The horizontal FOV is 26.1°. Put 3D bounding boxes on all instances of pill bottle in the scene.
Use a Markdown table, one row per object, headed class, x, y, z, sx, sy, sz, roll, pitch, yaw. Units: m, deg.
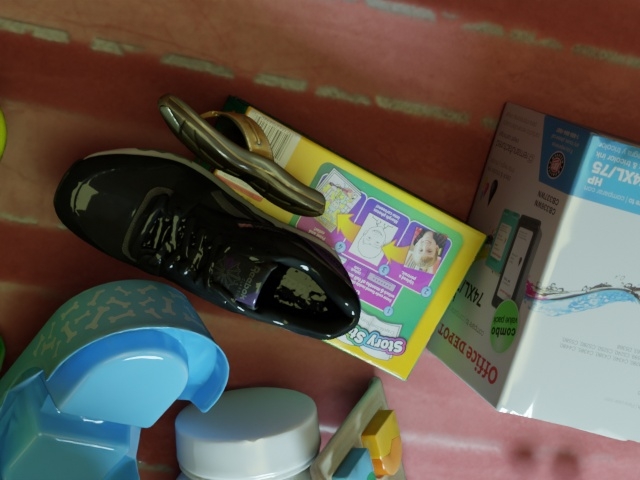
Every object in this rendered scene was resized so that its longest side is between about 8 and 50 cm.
| class | x | y | z | sx | sy | sz | roll | pitch | yaw |
| --- | --- | --- | --- | --- | --- | --- | --- | --- | --- |
| pill bottle | -0.060 | 0.297 | 1.338 | 0.161 | 0.161 | 0.283 | -9 | 105 | -14 |

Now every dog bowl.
| class | x | y | z | sx | sy | sz | roll | pitch | yaw |
| --- | --- | --- | --- | --- | --- | --- | --- | --- | --- |
| dog bowl | -0.208 | 0.146 | 1.242 | 0.166 | 0.074 | 0.297 | 17 | 128 | -37 |

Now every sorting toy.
| class | x | y | z | sx | sy | sz | roll | pitch | yaw |
| --- | --- | --- | --- | --- | --- | --- | --- | --- | --- |
| sorting toy | 0.055 | 0.260 | 1.345 | 0.038 | 0.208 | 0.193 | -8 | 109 | 22 |

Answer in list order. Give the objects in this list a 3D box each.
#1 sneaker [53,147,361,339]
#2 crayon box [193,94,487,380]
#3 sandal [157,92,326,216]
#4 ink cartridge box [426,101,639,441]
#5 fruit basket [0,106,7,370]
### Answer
| class | x | y | z | sx | sy | sz | roll | pitch | yaw |
| --- | --- | --- | --- | --- | --- | --- | --- | --- | --- |
| sneaker | -0.089 | 0.004 | 1.189 | 0.283 | 0.124 | 0.107 | 22 | 98 | -18 |
| crayon box | 0.000 | 0.000 | 1.323 | 0.278 | 0.081 | 0.165 | 28 | 95 | -20 |
| sandal | -0.065 | -0.081 | 1.209 | 0.180 | 0.072 | 0.049 | 32 | 78 | -19 |
| ink cartridge box | 0.259 | 0.031 | 1.342 | 0.197 | 0.198 | 0.270 | 14 | 99 | -19 |
| fruit basket | -0.401 | 0.015 | 1.135 | 0.392 | 0.283 | 0.392 | -1 | 117 | -3 |
